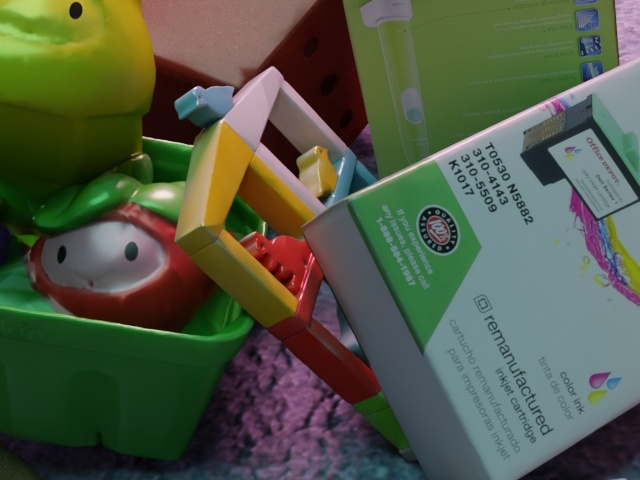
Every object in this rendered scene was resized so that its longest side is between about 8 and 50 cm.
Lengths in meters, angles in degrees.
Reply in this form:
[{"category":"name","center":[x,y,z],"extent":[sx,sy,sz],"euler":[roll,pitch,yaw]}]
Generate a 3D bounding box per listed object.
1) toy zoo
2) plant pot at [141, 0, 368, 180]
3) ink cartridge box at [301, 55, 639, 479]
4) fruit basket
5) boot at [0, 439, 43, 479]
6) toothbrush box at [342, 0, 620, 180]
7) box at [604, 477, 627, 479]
[{"category":"toy zoo","center":[0.000,0.000,0.785],"extent":[0.030,0.293,0.192],"euler":[-29,29,33]},{"category":"plant pot","center":[-0.076,-0.192,1.046],"extent":[0.236,0.267,0.267],"euler":[33,76,31]},{"category":"ink cartridge box","center":[0.161,0.013,0.733],"extent":[0.278,0.201,0.117],"euler":[-26,-2,-20]},{"category":"fruit basket","center":[-0.214,-0.053,0.794],"extent":[0.392,0.392,0.283],"euler":[-10,33,10]},{"category":"boot","center":[-0.316,0.253,0.736],"extent":[0.115,0.112,0.305],"euler":[25,51,34]},{"category":"toothbrush box","center":[0.143,-0.152,0.900],"extent":[0.206,0.283,0.122],"euler":[-5,29,17]},{"category":"box","center":[0.038,0.210,0.679],"extent":[0.324,0.063,0.067],"euler":[-8,38,11]}]
